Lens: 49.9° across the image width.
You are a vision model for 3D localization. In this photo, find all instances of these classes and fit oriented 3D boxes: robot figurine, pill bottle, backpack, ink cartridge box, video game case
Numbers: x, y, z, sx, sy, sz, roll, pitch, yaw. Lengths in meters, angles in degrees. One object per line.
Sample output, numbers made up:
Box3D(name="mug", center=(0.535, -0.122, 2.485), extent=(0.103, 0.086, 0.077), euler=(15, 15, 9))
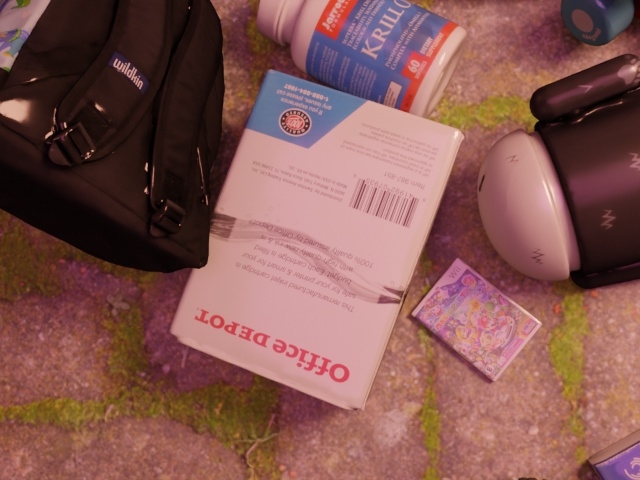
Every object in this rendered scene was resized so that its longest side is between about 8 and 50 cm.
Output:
Box3D(name="robot figurine", center=(0.303, -0.061, 0.707), extent=(0.278, 0.173, 0.209), euler=(-17, 80, 13))
Box3D(name="pill bottle", center=(0.043, -0.230, 0.786), extent=(0.221, 0.124, 0.124), euler=(28, 89, 9))
Box3D(name="backpack", center=(-0.229, -0.173, 0.728), extent=(0.273, 0.290, 0.355), euler=(-6, 60, 39))
Box3D(name="ink cartridge box", center=(0.000, 0.000, 0.769), extent=(0.223, 0.129, 0.307), euler=(20, 88, 9))
Box3D(name="video game case", center=(0.179, 0.091, 0.795), extent=(0.122, 0.011, 0.087), euler=(39, 91, 10))

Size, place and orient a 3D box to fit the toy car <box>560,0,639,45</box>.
Box3D(name="toy car", center=(0.423, -0.253, 0.698), extent=(0.219, 0.210, 0.238), euler=(-41, 86, -8))

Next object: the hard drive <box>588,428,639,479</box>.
Box3D(name="hard drive", center=(0.464, 0.323, 0.718), extent=(0.210, 0.040, 0.318), euler=(-31, 82, 5))

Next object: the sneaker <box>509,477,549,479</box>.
Box3D(name="sneaker", center=(0.273, 0.342, 0.724), extent=(0.221, 0.083, 0.087), euler=(36, 127, 22))
